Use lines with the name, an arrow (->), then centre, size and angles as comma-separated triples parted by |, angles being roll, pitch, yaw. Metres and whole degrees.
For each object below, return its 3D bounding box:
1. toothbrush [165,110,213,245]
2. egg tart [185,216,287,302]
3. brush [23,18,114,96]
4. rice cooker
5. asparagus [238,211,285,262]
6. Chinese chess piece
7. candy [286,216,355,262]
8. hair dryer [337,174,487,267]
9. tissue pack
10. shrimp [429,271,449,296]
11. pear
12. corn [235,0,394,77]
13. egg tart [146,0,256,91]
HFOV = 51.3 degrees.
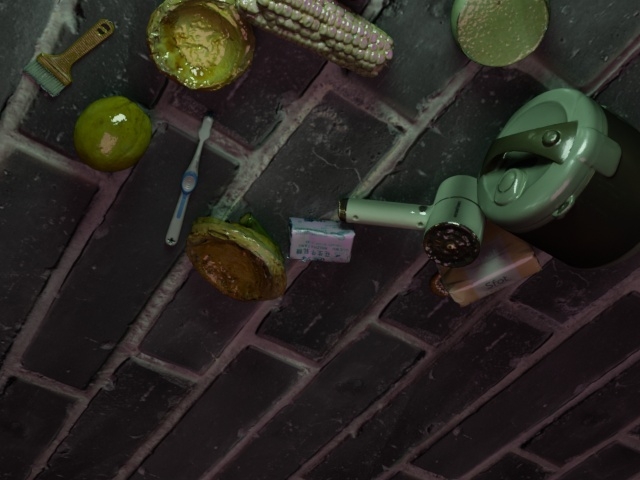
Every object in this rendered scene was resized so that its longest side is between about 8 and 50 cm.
toothbrush -> -0.304, -0.127, 1.532 | 0.040, 0.040, 0.386 | 16, 126, -13
egg tart -> -0.192, 0.041, 1.602 | 0.291, 0.107, 0.290 | 22, 143, 17
brush -> -0.502, -0.380, 1.353 | 0.218, 0.010, 0.082 | -32, 121, 19
rice cooker -> 0.511, -0.131, 1.386 | 0.325, 0.335, 0.335 | 26, 123, -19
asparagus -> -0.137, 0.004, 1.636 | 0.045, 0.041, 0.178 | -25, 125, 18
Chinese chess piece -> 0.348, -0.432, 1.293 | 0.189, 0.083, 0.188 | 1, 128, 2
candy -> 0.000, 0.000, 1.616 | 0.160, 0.073, 0.092 | 5, 122, -4
hair dryer -> 0.195, -0.059, 1.529 | 0.362, 0.203, 0.128 | 7, 130, 17
tissue pack -> 0.388, 0.036, 1.584 | 0.222, 0.186, 0.090 | -25, 136, 16
shrimp -> 0.350, 0.119, 1.744 | 0.127, 0.025, 0.091 | 24, 122, -15
pear -> -0.434, -0.223, 1.393 | 0.162, 0.149, 0.149 | -46, 118, 3
corn -> -0.006, -0.413, 1.267 | 0.335, 0.126, 0.126 | 23, 124, -28
egg tart -> -0.232, -0.392, 1.300 | 0.213, 0.090, 0.212 | -2, 129, -2
